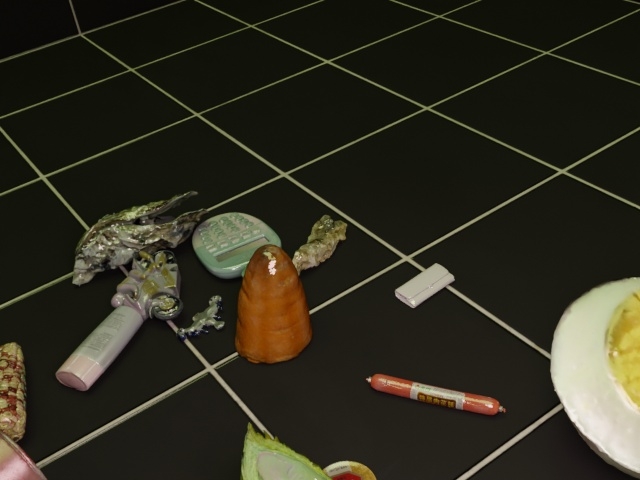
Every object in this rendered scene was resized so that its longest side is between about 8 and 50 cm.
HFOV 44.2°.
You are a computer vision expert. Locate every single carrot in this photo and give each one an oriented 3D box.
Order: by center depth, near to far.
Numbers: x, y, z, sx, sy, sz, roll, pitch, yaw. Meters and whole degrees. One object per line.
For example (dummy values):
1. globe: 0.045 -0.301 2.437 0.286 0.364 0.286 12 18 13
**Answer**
1. carrot: -0.097 0.112 1.522 0.159 0.225 0.159 -2 38 1

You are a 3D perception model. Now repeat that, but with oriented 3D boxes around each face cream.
1. face cream: -0.438 0.215 1.584 0.084 0.057 0.198 10 42 25

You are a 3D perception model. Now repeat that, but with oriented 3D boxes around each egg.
1. egg: 0.525 0.234 1.240 0.337 0.201 0.337 -5 61 10

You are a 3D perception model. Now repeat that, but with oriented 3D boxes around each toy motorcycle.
1. toy motorcycle: -0.378 0.104 1.707 0.152 0.073 0.225 -13 39 -7

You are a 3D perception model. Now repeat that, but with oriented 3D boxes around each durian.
1. durian: -0.016 0.433 1.080 0.163 0.198 0.394 -15 44 -5

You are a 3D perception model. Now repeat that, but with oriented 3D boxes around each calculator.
1. calculator: -0.191 0.015 1.819 0.184 0.042 0.295 -23 36 -19

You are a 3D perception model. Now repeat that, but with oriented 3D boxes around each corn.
1. corn: -0.602 0.284 1.498 0.086 0.086 0.253 -16 36 -10

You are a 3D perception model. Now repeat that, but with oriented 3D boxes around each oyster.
1. oyster: 0.001 0.002 1.780 0.106 0.061 0.200 -1 37 9
2. oyster: -0.433 -0.013 1.837 0.351 0.162 0.158 -33 72 -17

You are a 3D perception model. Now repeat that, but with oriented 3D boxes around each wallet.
1. wallet: 0.217 0.094 1.643 0.122 0.025 0.061 -30 48 -27

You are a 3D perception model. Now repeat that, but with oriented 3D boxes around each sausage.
1. sausage: 0.201 0.272 1.395 0.253 0.034 0.034 8 39 22

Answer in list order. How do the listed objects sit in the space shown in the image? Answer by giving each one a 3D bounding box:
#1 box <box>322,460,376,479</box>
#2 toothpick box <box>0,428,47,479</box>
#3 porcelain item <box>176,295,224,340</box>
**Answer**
1. box: 0.041 0.401 1.248 0.105 0.037 0.105 -6 37 4
2. toothpick box: -0.584 0.451 1.169 0.204 0.204 0.333 20 44 33
3. porcelain item: -0.230 0.167 1.634 0.075 0.021 0.136 15 42 29
